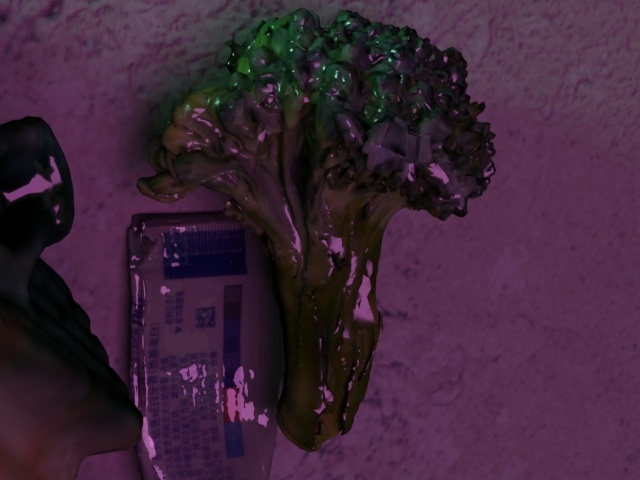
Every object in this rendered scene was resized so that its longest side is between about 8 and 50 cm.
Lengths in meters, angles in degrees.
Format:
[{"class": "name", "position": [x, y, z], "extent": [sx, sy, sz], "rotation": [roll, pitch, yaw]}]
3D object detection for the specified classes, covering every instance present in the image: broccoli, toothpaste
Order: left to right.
[{"class": "toothpaste", "position": [-0.077, 0.121, 0.892], "extent": [0.099, 0.068, 0.282], "rotation": [-10, 102, -58]}, {"class": "broccoli", "position": [-0.014, -0.008, 0.819], "extent": [0.198, 0.177, 0.275], "rotation": [16, 100, -36]}]

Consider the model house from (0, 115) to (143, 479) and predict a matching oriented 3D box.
[{"class": "model house", "position": [-0.265, 0.011, 0.540], "extent": [0.445, 0.395, 0.400], "rotation": [52, 48, -43]}]
